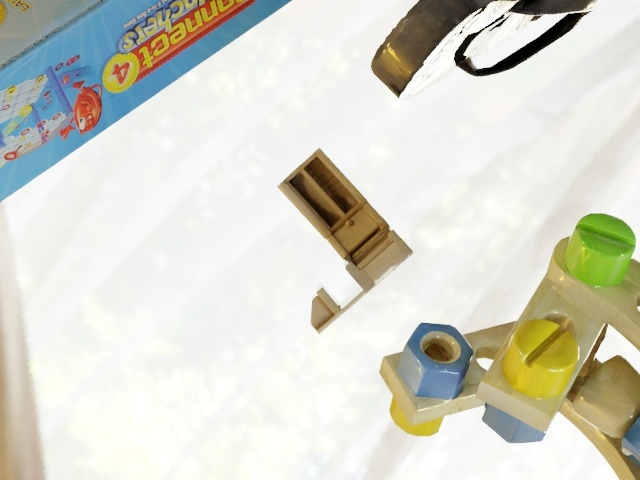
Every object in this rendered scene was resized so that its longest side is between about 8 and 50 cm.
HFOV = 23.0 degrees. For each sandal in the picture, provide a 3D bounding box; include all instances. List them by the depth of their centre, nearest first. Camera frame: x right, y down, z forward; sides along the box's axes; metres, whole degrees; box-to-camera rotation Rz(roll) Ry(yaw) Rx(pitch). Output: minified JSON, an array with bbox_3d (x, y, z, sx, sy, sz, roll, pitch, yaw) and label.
[{"bbox_3d":[0.113,-0.128,0.924,0.054,0.097,0.254,44,-140,8],"label":"sandal"}]

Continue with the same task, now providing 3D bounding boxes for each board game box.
[{"bbox_3d":[-0.222,-0.173,1.008,0.308,0.302,0.086,36,154,36],"label":"board game box"}]

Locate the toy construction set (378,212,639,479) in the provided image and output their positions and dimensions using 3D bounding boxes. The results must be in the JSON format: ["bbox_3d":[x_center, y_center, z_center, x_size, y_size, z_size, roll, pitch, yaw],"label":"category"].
[{"bbox_3d":[0.205,0.023,0.754,0.215,0.328,0.151,35,152,21],"label":"toy construction set"}]

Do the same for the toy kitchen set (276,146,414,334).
[{"bbox_3d":[0.000,0.000,0.859,0.075,0.068,0.083,48,-178,-4],"label":"toy kitchen set"}]
